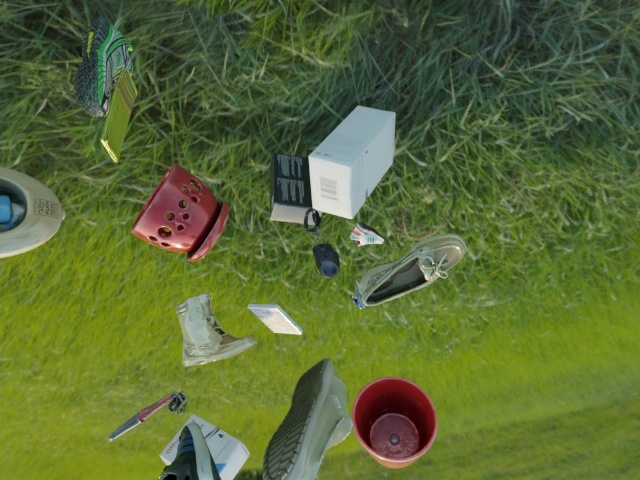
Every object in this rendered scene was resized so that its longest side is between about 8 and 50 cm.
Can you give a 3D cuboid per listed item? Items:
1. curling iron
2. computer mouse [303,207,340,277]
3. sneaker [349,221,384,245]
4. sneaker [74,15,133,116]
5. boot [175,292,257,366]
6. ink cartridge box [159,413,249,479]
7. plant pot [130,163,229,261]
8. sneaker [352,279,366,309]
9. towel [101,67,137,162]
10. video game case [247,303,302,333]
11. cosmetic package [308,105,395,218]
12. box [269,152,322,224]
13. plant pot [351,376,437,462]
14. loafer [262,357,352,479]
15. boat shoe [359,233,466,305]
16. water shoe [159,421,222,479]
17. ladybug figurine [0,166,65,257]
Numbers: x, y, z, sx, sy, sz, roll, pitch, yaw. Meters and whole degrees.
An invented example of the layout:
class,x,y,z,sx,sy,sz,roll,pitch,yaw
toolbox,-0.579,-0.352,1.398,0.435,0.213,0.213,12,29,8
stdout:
class,x,y,z,sx,sy,sz,roll,pitch,yaw
curling iron,-0.496,0.508,1.345,0.273,0.035,0.068,-28,92,6
computer mouse,0.000,0.000,1.359,0.071,0.242,0.041,-17,149,-5
sneaker,0.165,-0.011,1.707,0.075,0.057,0.161,-48,141,15
sneaker,-0.628,-0.509,1.410,0.134,0.344,0.146,-22,148,35
boot,-0.316,0.252,1.394,0.261,0.204,0.095,-18,168,28
ink cartridge box,-0.310,0.576,1.264,0.190,0.140,0.082,14,137,32
plant pot,-0.322,-0.060,1.117,0.174,0.191,0.191,31,117,-22
sneaker,0.115,0.161,1.396,0.052,0.135,0.058,38,100,-12
towel,-0.530,-0.334,1.256,0.021,0.238,0.102,3,156,1
video game case,-0.106,0.187,1.118,0.087,0.011,0.122,-3,141,32
cosmetic package,0.117,-0.276,1.606,0.156,0.385,0.217,17,137,23
box,-0.095,-0.194,1.766,0.184,0.262,0.103,5,142,-12
plant pot,0.248,0.635,1.590,0.274,0.275,0.243,-10,139,0
loafer,-0.003,0.278,0.705,0.092,0.268,0.102,45,113,-4
boat shoe,0.230,0.082,1.164,0.285,0.089,0.105,-31,110,17
water shoe,-0.204,0.333,0.704,0.080,0.203,0.073,-21,94,-22
ladybug figurine,-1.011,-0.074,1.398,0.448,0.306,0.161,4,154,-38
